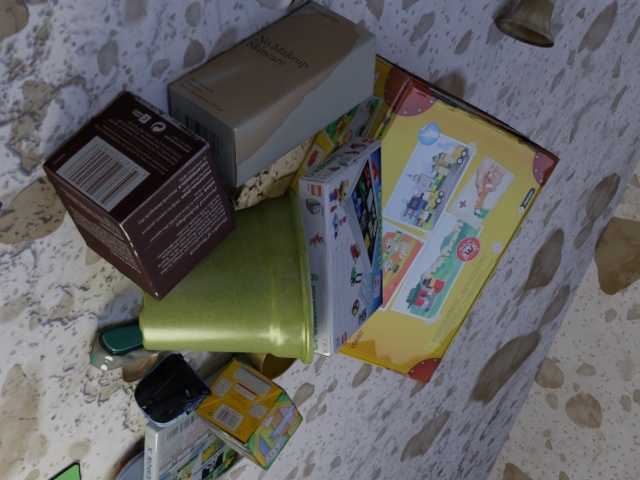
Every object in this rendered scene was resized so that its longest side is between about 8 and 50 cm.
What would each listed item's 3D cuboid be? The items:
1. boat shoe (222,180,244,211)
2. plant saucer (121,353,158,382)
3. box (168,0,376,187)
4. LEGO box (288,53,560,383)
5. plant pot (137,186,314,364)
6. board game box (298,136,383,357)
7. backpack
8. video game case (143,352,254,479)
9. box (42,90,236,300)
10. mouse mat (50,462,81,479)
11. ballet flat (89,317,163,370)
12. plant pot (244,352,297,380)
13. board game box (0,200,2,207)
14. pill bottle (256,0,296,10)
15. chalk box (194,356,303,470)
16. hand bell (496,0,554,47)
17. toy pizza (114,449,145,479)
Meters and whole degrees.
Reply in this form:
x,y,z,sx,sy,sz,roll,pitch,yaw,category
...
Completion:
x,y,z,sx,sy,sz,roll,pitch,yaw,category
-0.168,-0.039,1.830,0.153,0.048,0.056,-54,153,-3,boat shoe
-0.315,0.207,1.905,0.083,0.015,0.083,-40,150,-29,plant saucer
-0.067,-0.227,1.679,0.311,0.148,0.121,-39,149,-32,box
0.136,-0.032,2.010,0.372,0.193,0.500,23,103,-31,LEGO box
-0.154,0.066,1.702,0.254,0.276,0.276,-5,137,-7,plant pot
0.037,0.009,1.774,0.193,0.053,0.305,-40,134,-52,board game box
-0.268,0.272,1.960,0.114,0.105,0.084,-39,171,-16,backpack
-0.228,0.389,2.190,0.329,0.036,0.300,-36,144,-44,video game case
-0.246,-0.061,1.543,0.167,0.168,0.203,-46,152,-20,box
-0.482,0.488,1.959,0.152,0.007,0.189,-34,145,-36,mouse mat
-0.295,0.165,1.844,0.213,0.072,0.068,-14,147,-47,ballet flat
-0.102,0.190,2.145,0.134,0.095,0.134,-40,150,-29,plant pot
-0.562,0.046,1.259,0.318,0.066,0.318,-59,153,6,board game box
-0.021,-0.415,1.586,0.184,0.103,0.103,-40,149,-28,pill bottle
-0.128,0.344,2.132,0.132,0.132,0.213,-54,155,-16,chalk box
0.467,-0.534,2.284,0.126,0.126,0.242,25,87,-63,hand bell
-0.355,0.473,2.117,0.201,0.032,0.201,-42,149,-34,toy pizza
